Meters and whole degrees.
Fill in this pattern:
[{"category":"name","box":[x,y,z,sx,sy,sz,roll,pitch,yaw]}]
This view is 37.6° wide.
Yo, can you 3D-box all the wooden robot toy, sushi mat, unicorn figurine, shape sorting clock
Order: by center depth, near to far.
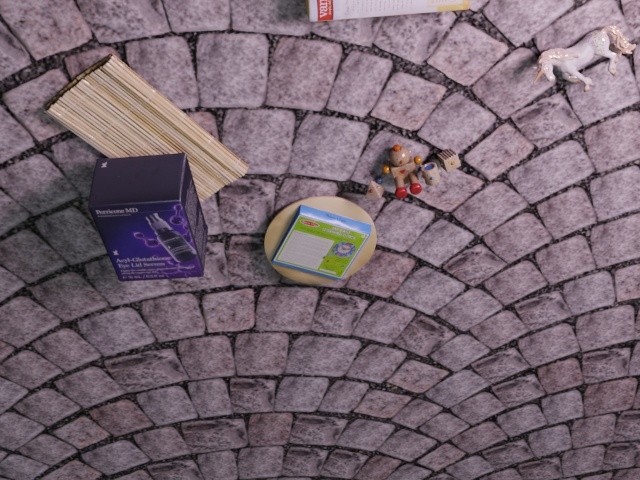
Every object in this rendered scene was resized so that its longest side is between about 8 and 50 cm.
[{"category":"unicorn figurine","box":[0.411,-0.285,1.494,0.162,0.060,0.111,-44,128,10]},{"category":"sushi mat","box":[-0.275,-0.163,1.519,0.151,0.019,0.316,-32,132,23]},{"category":"wooden robot toy","box":[0.148,-0.127,1.598,0.173,0.076,0.079,-17,125,7]},{"category":"shape sorting clock","box":[0.000,0.000,1.717,0.206,0.040,0.206,-2,134,-3]}]

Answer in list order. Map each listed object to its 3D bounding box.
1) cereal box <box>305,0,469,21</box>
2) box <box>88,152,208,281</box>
[{"category":"cereal box","box":[0.096,-0.400,1.321,0.240,0.047,0.173,-5,136,-5]},{"category":"box","box":[-0.281,-0.036,1.562,0.153,0.108,0.207,-4,141,5]}]
